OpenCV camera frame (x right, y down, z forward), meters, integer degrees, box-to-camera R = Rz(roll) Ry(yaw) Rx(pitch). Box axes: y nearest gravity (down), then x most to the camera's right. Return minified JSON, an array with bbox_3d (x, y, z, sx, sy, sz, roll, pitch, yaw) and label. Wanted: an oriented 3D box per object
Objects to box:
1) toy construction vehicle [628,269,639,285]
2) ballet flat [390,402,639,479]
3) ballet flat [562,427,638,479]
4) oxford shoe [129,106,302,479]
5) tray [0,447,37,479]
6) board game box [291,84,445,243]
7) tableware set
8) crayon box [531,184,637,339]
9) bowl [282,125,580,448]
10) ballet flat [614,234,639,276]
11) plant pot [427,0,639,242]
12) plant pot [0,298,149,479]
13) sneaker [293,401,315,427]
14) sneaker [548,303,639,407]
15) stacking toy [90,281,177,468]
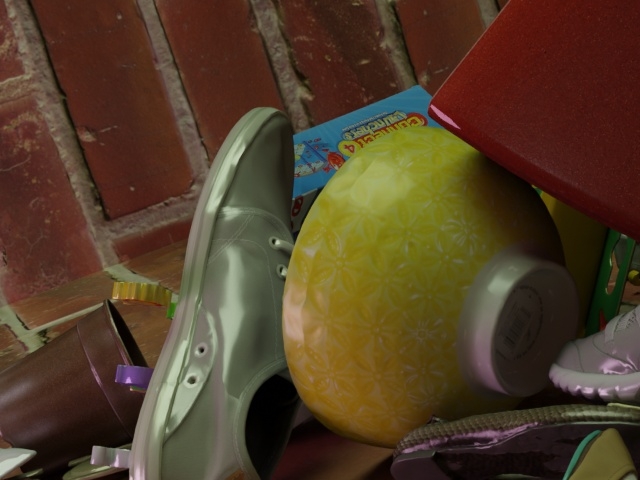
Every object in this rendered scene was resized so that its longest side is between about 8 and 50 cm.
[{"bbox_3d":[0.387,0.032,1.555,0.098,0.035,0.086,-23,21,-12],"label":"toy construction vehicle"},{"bbox_3d":[0.160,0.152,1.124,0.250,0.084,0.058,-16,37,41],"label":"ballet flat"},{"bbox_3d":[0.171,0.197,0.942,0.073,0.080,0.232,18,29,25],"label":"ballet flat"},{"bbox_3d":[-0.062,0.069,1.368,0.130,0.169,0.449,1,55,15],"label":"oxford shoe"},{"bbox_3d":[-0.386,0.255,1.520,0.145,0.030,0.270,-33,4,-24],"label":"tray"},{"bbox_3d":[0.000,0.000,1.722,0.302,0.308,0.086,-24,56,-31],"label":"board game box"},{"bbox_3d":[-0.268,0.256,1.482,0.194,0.039,0.128,-15,3,-3],"label":"tableware set"},{"bbox_3d":[0.212,-0.002,1.535,0.081,0.202,0.318,16,-5,-22],"label":"crayon box"},{"bbox_3d":[0.123,0.057,1.242,0.289,0.289,0.156,-25,29,-36],"label":"bowl"},{"bbox_3d":[0.430,-0.021,1.647,0.213,0.068,0.072,-19,10,-5],"label":"ballet flat"},{"bbox_3d":[0.298,-0.111,1.181,0.267,0.236,0.267,-52,-29,13],"label":"plant pot"},{"bbox_3d":[-0.272,0.176,1.628,0.165,0.167,0.167,-28,10,-3],"label":"plant pot"},{"bbox_3d":[0.020,0.131,1.474,0.350,0.131,0.148,-31,-37,26],"label":"sneaker"},{"bbox_3d":[0.272,0.079,1.092,0.105,0.115,0.281,23,-14,-17],"label":"sneaker"},{"bbox_3d":[-0.151,0.135,1.397,0.052,0.167,0.221,5,-9,13],"label":"stacking toy"}]
